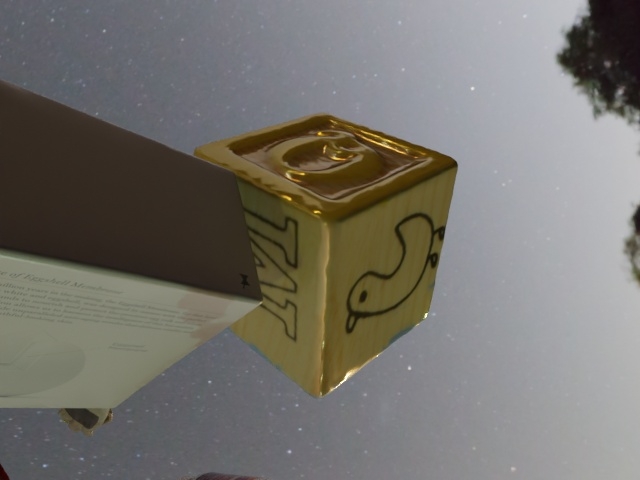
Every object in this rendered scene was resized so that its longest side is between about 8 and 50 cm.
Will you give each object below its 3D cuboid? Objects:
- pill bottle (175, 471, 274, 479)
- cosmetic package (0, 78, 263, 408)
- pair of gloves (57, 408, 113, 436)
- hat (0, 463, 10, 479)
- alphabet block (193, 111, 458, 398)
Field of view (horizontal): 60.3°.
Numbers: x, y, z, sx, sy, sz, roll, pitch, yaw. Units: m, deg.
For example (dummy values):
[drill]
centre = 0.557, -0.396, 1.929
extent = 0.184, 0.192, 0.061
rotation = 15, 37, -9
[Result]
[pill bottle]
centre = -0.167, 0.460, 0.934
extent = 0.121, 0.221, 0.121
rotation = 18, -115, -45
[cosmetic package]
centre = -0.207, 0.023, 0.420
extent = 0.224, 0.224, 0.138
rotation = 19, -134, -45
[pair of gloves]
centre = -0.473, 0.251, 0.990
extent = 0.240, 0.204, 0.042
rotation = 33, -142, -3
[hat]
centre = -0.580, 0.302, 0.853
extent = 0.208, 0.173, 0.184
rotation = 23, -94, -8
[alphabet block]
centre = 0.000, 0.000, 0.571
extent = 0.192, 0.193, 0.197
rotation = -28, -47, -39
